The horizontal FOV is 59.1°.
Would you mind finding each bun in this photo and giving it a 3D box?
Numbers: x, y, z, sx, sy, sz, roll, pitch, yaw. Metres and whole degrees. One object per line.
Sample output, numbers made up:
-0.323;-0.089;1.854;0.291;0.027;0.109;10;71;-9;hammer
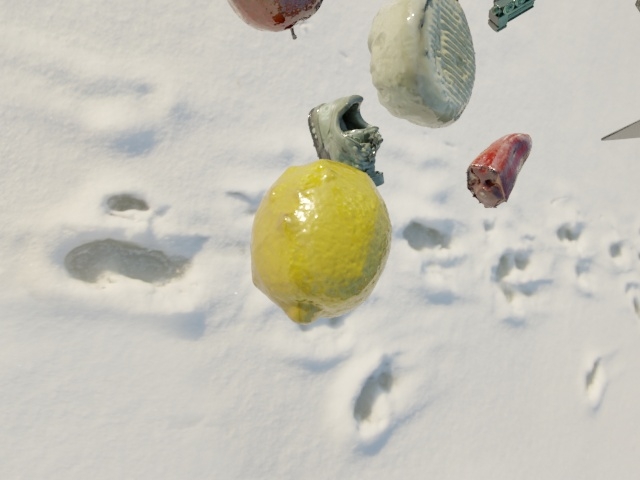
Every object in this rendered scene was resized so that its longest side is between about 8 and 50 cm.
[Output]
0.255;-0.474;1.478;0.359;0.211;0.360;5;83;-48;bun

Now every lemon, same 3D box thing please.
0.000;0.000;0.910;0.233;0.233;0.288;36;56;-33;lemon

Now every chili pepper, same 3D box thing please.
0.505;-0.224;1.559;0.144;0.136;0.253;40;68;-3;chili pepper

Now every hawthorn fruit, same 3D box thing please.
-0.065;-0.377;0.827;0.157;0.157;0.194;-66;148;-29;hawthorn fruit

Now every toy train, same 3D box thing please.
0.602;-0.735;1.753;0.071;0.170;0.111;57;-4;26;toy train

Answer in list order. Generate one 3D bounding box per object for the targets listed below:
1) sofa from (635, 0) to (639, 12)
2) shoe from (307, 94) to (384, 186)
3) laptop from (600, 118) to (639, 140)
0.522;-0.351;0.849;0.118;0.039;0.060;20;91;-42;sofa
0.082;-0.171;1.200;0.109;0.149;0.293;-27;95;-38;shoe
0.772;-0.273;1.325;0.135;0.197;0.016;-7;84;-7;laptop
